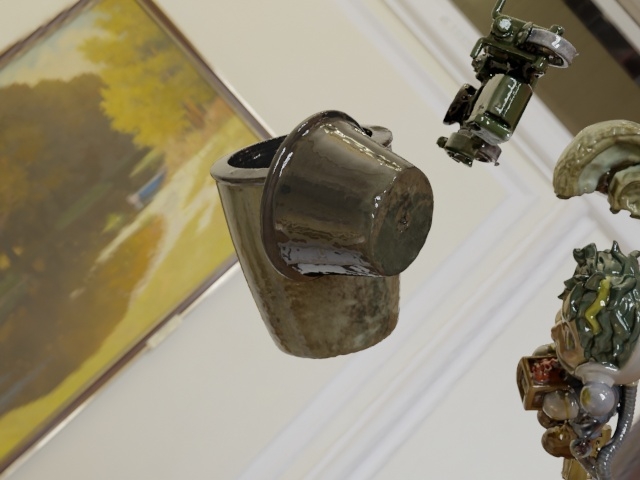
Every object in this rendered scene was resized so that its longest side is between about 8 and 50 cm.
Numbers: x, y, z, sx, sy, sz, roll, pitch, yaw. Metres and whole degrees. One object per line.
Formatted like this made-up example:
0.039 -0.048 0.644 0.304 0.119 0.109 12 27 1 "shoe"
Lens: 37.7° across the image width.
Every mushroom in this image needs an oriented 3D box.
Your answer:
0.568 -0.128 1.690 0.189 0.267 0.164 -18 -55 -65 "mushroom"

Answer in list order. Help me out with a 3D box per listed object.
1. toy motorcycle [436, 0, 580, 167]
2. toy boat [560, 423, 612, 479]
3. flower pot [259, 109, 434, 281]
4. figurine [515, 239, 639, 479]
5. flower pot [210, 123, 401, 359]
0.252 -0.214 1.343 0.205 0.127 0.275 -62 0 -3 "toy motorcycle"
0.481 0.352 1.676 0.064 0.072 0.206 -115 33 -83 "toy boat"
0.050 -0.039 1.213 0.148 0.235 0.235 20 50 36 "flower pot"
0.409 0.172 1.428 0.261 0.186 0.381 -104 19 -47 "figurine"
0.000 0.000 1.528 0.294 0.330 0.293 -11 20 4 "flower pot"
